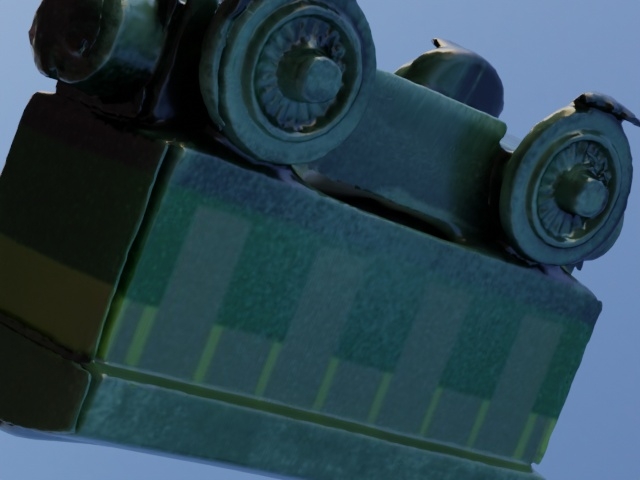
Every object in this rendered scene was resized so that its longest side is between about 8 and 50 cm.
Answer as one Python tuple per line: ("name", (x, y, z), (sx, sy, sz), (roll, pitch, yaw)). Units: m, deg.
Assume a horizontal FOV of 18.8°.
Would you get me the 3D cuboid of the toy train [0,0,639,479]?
("toy train", (0.000, 0.000, 0.771), (0.120, 0.300, 0.202), (24, -85, 47))
